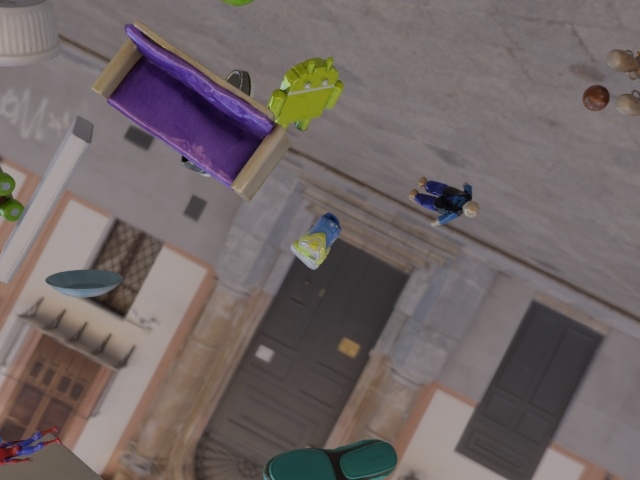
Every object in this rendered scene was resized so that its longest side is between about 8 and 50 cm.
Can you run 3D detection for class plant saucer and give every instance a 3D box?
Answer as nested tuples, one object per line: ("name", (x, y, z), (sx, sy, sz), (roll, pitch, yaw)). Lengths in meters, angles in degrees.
("plant saucer", (-0.618, 0.117, 1.976), (0.195, 0.037, 0.195), (4, -168, -1))

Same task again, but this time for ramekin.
("ramekin", (-0.625, -0.432, 1.495), (0.207, 0.109, 0.207), (6, -149, -4))

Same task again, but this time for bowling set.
("bowling set", (0.645, -0.321, 1.517), (0.154, 0.287, 0.200), (1, 173, -40))

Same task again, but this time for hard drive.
("hard drive", (-0.531, -0.085, 1.455), (0.040, 0.307, 0.203), (30, -171, -22))

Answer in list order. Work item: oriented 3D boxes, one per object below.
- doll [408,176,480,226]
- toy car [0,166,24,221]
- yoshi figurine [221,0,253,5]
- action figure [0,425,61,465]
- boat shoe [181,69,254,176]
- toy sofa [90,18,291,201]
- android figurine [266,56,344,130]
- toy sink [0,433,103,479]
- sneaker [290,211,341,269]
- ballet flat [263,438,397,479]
("doll", (0.285, -0.086, 1.701), (0.189, 0.129, 0.046), (25, 164, 49))
("toy car", (-0.817, -0.097, 1.743), (0.155, 0.188, 0.149), (32, 140, 34))
("yoshi figurine", (-0.133, -0.588, 1.387), (0.203, 0.362, 0.203), (42, -156, 18))
("action figure", (-0.463, 0.324, 1.171), (0.030, 0.115, 0.038), (98, 151, -56))
("boat shoe", (-0.273, -0.319, 2.002), (0.091, 0.305, 0.109), (18, -169, -47))
("toy sofa", (-0.244, -0.239, 1.407), (0.363, 0.150, 0.177), (35, 176, 10))
("android figurine", (-0.043, -0.407, 2.118), (0.248, 0.273, 0.056), (-17, -118, -37))
("toy sink", (-0.566, 0.537, 1.583), (0.234, 0.131, 0.153), (20, -142, 38))
("sneaker", (0.000, 0.000, 1.893), (0.091, 0.126, 0.240), (43, 170, -5))
("ballet flat", (0.009, 0.370, 1.189), (0.247, 0.087, 0.083), (1, -124, -34))
